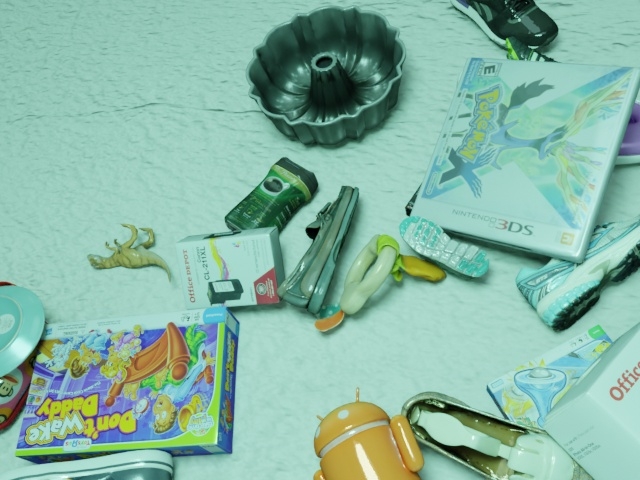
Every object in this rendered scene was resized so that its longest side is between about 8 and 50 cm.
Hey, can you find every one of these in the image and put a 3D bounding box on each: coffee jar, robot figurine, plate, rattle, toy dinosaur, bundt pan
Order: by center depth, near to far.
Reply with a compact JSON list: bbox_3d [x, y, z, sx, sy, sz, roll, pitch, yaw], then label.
[{"bbox_3d":[0.067,0.332,0.907,0.128,0.158,0.219,-14,56,-21],"label":"robot figurine"},{"bbox_3d":[-0.577,0.156,1.090,0.188,0.024,0.188,-5,55,7],"label":"plate"},{"bbox_3d":[0.098,0.098,1.092,0.130,0.143,0.199,22,81,58],"label":"rattle"},{"bbox_3d":[-0.091,-0.073,1.205,0.096,0.079,0.184,33,73,28],"label":"coffee jar"},{"bbox_3d":[-0.357,0.027,1.230,0.212,0.064,0.112,1,79,24],"label":"toy dinosaur"},{"bbox_3d":[0.019,-0.331,1.302,0.331,0.124,0.330,-6,60,10],"label":"bundt pan"}]

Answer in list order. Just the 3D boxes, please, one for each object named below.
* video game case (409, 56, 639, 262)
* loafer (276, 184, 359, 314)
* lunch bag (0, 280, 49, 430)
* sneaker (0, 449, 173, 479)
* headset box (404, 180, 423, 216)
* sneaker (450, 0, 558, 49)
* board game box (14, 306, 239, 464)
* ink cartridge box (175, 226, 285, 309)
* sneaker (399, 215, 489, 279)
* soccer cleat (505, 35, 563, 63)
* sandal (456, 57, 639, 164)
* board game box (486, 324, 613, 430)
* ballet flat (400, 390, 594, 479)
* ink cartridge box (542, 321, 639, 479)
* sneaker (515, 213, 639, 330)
[{"bbox_3d":[0.338,-0.151,1.057,0.300,0.036,0.328,16,81,35],"label":"video game case"},{"bbox_3d":[0.000,0.000,1.114,0.084,0.096,0.267,18,58,2],"label":"loafer"},{"bbox_3d":[-0.647,0.191,1.157,0.293,0.120,0.258,15,65,21],"label":"lunch bag"},{"bbox_3d":[-0.390,0.415,0.966,0.321,0.126,0.127,-12,55,6],"label":"sneaker"},{"bbox_3d":[0.206,-0.074,1.163,0.062,0.032,0.083,28,72,25],"label":"headset box"},{"bbox_3d":[0.370,-0.504,1.295,0.107,0.124,0.283,-39,60,-9],"label":"sneaker"},{"bbox_3d":[-0.321,0.249,1.073,0.347,0.078,0.233,-7,59,9],"label":"board game box"},{"bbox_3d":[-0.159,0.051,1.118,0.175,0.072,0.127,-6,101,10],"label":"ink cartridge box"},{"bbox_3d":[0.207,0.020,1.080,0.166,0.076,0.065,35,77,17],"label":"sneaker"},{"bbox_3d":[0.400,-0.311,1.138,0.072,0.060,0.178,-29,64,8],"label":"soccer cleat"},{"bbox_3d":[0.446,-0.256,1.171,0.416,0.102,0.169,23,68,23],"label":"sandal"},{"bbox_3d":[0.375,0.233,0.945,0.201,0.035,0.136,-28,58,-3],"label":"board game box"},{"bbox_3d":[0.249,0.295,0.869,0.316,0.106,0.107,12,77,31],"label":"ballet flat"},{"bbox_3d":[0.469,0.262,0.794,0.211,0.121,0.289,-33,67,-32],"label":"ink cartridge box"},{"bbox_3d":[0.441,0.013,1.016,0.283,0.110,0.122,-36,56,-9],"label":"sneaker"}]
